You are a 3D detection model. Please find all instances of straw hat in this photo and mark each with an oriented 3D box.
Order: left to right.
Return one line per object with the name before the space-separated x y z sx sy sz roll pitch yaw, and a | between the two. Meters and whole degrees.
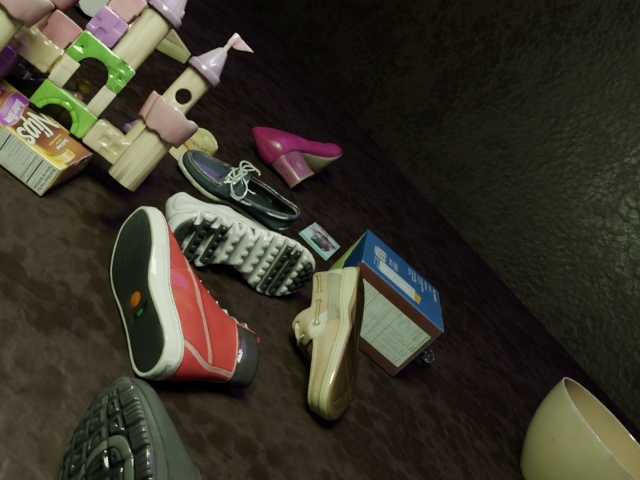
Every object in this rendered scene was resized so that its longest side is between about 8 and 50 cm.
straw hat | -0.244 -0.193 1.192 0.144 0.061 0.144 38 20 -17

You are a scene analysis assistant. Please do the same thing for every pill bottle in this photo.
pill bottle | -0.551 -0.606 1.379 0.108 0.108 0.180 18 31 -53

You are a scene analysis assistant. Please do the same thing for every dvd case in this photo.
dvd case | 0.000 0.000 1.356 0.087 0.013 0.119 45 18 3

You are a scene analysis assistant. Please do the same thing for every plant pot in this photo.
plant pot | 0.519 0.449 1.179 0.284 0.191 0.284 38 19 -15

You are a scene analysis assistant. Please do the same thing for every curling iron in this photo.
curling iron | 0.181 0.174 1.321 0.068 0.035 0.274 32 22 -42

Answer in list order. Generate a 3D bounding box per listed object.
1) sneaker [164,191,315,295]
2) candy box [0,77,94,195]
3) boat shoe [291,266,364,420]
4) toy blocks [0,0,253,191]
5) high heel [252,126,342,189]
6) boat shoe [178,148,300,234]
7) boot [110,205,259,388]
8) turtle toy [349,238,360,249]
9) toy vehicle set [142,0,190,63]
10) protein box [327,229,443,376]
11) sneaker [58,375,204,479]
sneaker | -0.126 0.003 0.962 0.292 0.110 0.118 28 15 -40
candy box | -0.407 -0.149 0.776 0.187 0.053 0.109 41 17 -12
boat shoe | 0.008 0.151 0.923 0.302 0.098 0.109 -76 161 -52
toy blocks | -0.289 -0.270 0.828 0.289 0.260 0.309 40 0 -22
high heel | -0.053 -0.265 1.624 0.181 0.127 0.377 54 22 -3
boat shoe | -0.153 -0.101 1.136 0.255 0.079 0.095 38 39 -18
boot | -0.163 0.074 0.750 0.176 0.088 0.244 23 35 -47
turtle toy | 0.097 0.046 1.372 0.130 0.066 0.095 -94 158 -67
toy vehicle set | -0.484 -0.616 1.651 0.166 0.035 0.266 18 31 -52
protein box | 0.118 0.116 1.155 0.201 0.136 0.200 42 18 -6
sneaker | -0.118 0.245 0.470 0.130 0.109 0.286 26 34 -57
